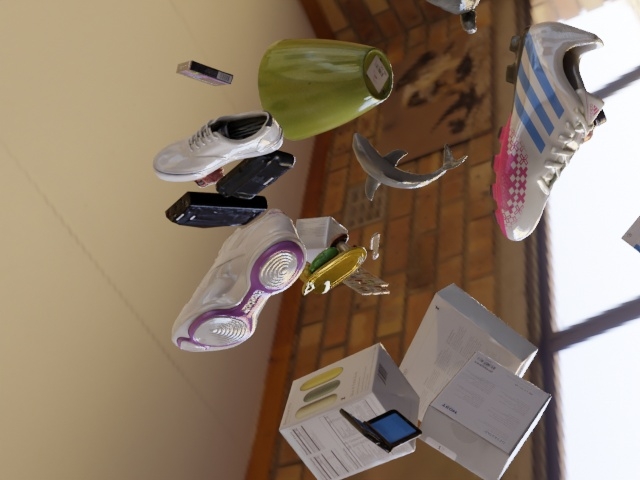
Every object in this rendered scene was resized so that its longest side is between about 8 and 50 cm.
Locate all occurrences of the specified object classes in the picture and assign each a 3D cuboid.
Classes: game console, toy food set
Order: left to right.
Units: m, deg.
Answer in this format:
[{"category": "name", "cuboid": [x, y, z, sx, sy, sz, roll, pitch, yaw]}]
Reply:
[{"category": "game console", "cuboid": [-0.179, -0.113, 2.151, 0.213, 0.361, 0.044, 2, -114, -40]}, {"category": "toy food set", "cuboid": [0.033, 0.043, 2.232, 0.071, 0.217, 0.128, 53, 171, 25]}, {"category": "game console", "cuboid": [0.111, 0.341, 1.799, 0.107, 0.071, 0.122, 39, 175, -25]}]

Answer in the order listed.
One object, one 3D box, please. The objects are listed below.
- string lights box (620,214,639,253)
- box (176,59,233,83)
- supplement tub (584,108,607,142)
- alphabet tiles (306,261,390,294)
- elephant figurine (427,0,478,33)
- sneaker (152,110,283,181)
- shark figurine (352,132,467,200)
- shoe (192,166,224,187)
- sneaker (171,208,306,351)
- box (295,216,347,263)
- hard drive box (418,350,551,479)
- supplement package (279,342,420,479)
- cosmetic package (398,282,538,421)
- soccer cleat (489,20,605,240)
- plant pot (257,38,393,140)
[{"category": "string lights box", "cuboid": [0.760, 0.026, 1.945, 0.259, 0.133, 0.076, 42, -166, 19]}, {"category": "box", "cuboid": [-0.303, -0.433, 2.487, 0.116, 0.162, 0.029, 16, -88, -22]}, {"category": "supplement tub", "cuboid": [0.517, -0.238, 2.076, 0.106, 0.197, 0.106, 59, -170, -16]}, {"category": "alphabet tiles", "cuboid": [0.066, 0.087, 2.564, 0.198, 0.237, 0.009, 1, -66, -49]}, {"category": "elephant figurine", "cuboid": [0.265, -0.525, 1.705, 0.186, 0.239, 0.170, 17, -116, -21]}, {"category": "sneaker", "cuboid": [-0.201, -0.189, 1.799, 0.091, 0.258, 0.094, 67, -176, -59]}, {"category": "shark figurine", "cuboid": [0.211, -0.164, 2.361, 0.116, 0.278, 0.166, -101, 18, -78]}, {"category": "shoe", "cuboid": [-0.312, -0.173, 2.386, 0.178, 0.063, 0.081, -12, -94, -45]}, {"category": "sneaker", "cuboid": [-0.140, 0.072, 1.631, 0.114, 0.305, 0.152, 34, -157, -33]}, {"category": "box", "cuboid": [0.000, 0.000, 2.395, 0.102, 0.101, 0.087, 39, -127, -53]}, {"category": "hard drive box", "cuboid": [0.327, 0.347, 1.903, 0.232, 0.181, 0.089, -34, -32, -50]}, {"category": "supplement package", "cuboid": [0.075, 0.420, 2.313, 0.198, 0.262, 0.199, 55, -156, -19]}, {"category": "cosmetic package", "cuboid": [0.364, 0.345, 2.516, 0.284, 0.377, 0.097, 38, -142, 22]}, {"category": "soccer cleat", "cuboid": [0.340, -0.157, 1.418, 0.116, 0.143, 0.332, -10, -73, -60]}, {"category": "plant pot", "cuboid": [0.033, -0.417, 2.514, 0.274, 0.293, 0.275, 6, -98, -51]}]
